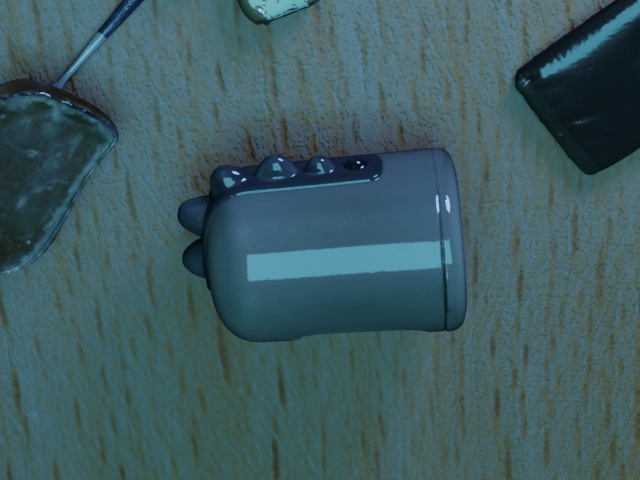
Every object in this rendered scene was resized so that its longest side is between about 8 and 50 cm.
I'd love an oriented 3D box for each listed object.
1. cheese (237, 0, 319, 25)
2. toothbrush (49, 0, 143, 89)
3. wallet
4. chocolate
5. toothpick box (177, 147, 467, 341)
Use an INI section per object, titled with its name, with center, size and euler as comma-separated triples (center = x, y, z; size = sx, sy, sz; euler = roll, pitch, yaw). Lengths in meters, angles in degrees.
[cheese]
center = -0.068, -0.338, 1.688
size = 0.097, 0.037, 0.192
euler = -20, 111, 3
[toothbrush]
center = -0.230, -0.248, 1.722
size = 0.024, 0.026, 0.288
euler = 40, 102, -16
[wallet]
center = 0.361, -0.200, 1.756
size = 0.245, 0.052, 0.168
euler = -35, 108, 15
[chocolate]
center = -0.352, -0.083, 1.739
size = 0.157, 0.080, 0.254
euler = 23, 119, -29
[toothpick box]
center = 0.000, 0.000, 1.722
size = 0.316, 0.229, 0.229
euler = -4, 110, 1
